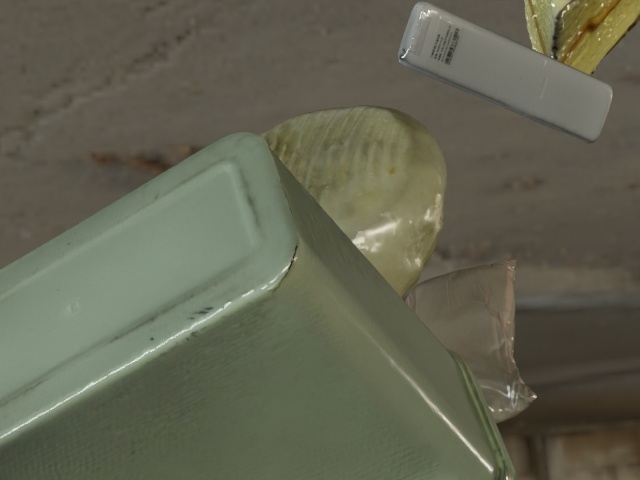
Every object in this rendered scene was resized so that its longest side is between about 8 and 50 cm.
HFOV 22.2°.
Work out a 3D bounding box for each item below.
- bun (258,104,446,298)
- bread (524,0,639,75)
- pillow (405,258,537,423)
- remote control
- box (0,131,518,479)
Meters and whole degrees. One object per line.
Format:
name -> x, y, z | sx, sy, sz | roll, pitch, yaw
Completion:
bun -> 0.000, 0.000, 1.960 | 0.362, 0.234, 0.326 | -33, -153, 4
bread -> 0.311, -0.252, 1.729 | 0.178, 0.135, 0.240 | -14, 157, 1
pillow -> 0.198, 0.147, 2.193 | 0.173, 0.270, 0.067 | -13, 138, 10
remote control -> 0.187, -0.167, 1.636 | 0.261, 0.067, 0.029 | 19, 179, -31
box -> -0.086, 0.140, 1.189 | 0.352, 0.177, 0.344 | -30, 135, 10
